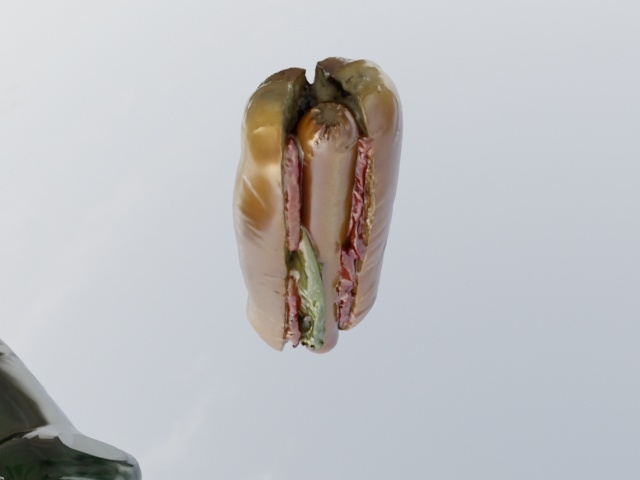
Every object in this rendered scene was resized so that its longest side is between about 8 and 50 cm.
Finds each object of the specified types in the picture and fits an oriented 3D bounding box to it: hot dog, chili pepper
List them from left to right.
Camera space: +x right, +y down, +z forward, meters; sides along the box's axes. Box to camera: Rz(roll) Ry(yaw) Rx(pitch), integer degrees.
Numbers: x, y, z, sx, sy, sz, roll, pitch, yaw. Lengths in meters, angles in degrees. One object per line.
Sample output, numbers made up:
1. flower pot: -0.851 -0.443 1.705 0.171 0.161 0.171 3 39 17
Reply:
1. chili pepper: -0.183 0.098 0.459 0.216 0.108 0.062 27 -92 42
2. hot dog: 0.000 0.000 0.453 0.092 0.236 0.062 -24 -122 -14
